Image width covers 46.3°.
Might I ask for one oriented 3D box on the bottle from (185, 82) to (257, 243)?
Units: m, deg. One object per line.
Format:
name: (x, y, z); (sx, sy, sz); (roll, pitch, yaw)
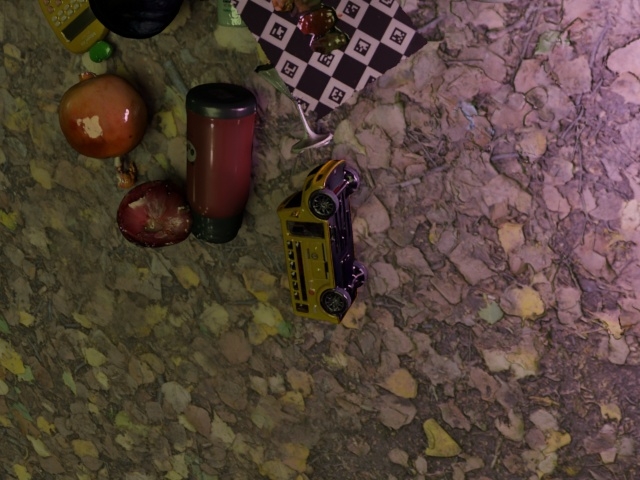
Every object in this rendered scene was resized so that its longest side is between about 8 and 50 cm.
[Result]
bottle: (-0.218, -0.152, 1.580); (0.144, 0.144, 0.336); (17, 122, 14)

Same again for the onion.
onion: (-0.371, -0.071, 1.692); (0.183, 0.147, 0.184); (-13, 139, -12)

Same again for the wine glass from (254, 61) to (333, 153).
wine glass: (-0.044, -0.270, 1.466); (0.122, 0.122, 0.183); (-12, 112, 27)

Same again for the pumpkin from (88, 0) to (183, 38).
pumpkin: (-0.317, -0.502, 1.422); (0.248, 0.248, 0.248); (10, 118, 18)

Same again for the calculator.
calculator: (-0.525, -0.489, 1.606); (0.146, 0.032, 0.235); (-27, 101, 31)

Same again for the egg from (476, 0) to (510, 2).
egg: (0.251, -0.482, 1.193); (0.264, 0.183, 0.183); (26, 122, 18)

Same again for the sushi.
sushi: (0.006, -0.401, 1.380); (0.264, 0.050, 0.290); (-37, 96, -2)

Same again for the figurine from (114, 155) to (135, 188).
figurine: (-0.453, -0.170, 1.720); (0.047, 0.064, 0.109); (-5, 124, 2)

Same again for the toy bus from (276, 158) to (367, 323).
toy bus: (0.000, 0.000, 1.558); (0.151, 0.145, 0.331); (4, 117, 23)

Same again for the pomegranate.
pomegranate: (-0.464, -0.268, 1.607); (0.191, 0.191, 0.191); (10, 118, 18)

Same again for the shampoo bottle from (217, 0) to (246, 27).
shampoo bottle: (-0.171, -0.510, 1.440); (0.069, 0.041, 0.191); (12, 118, 23)
